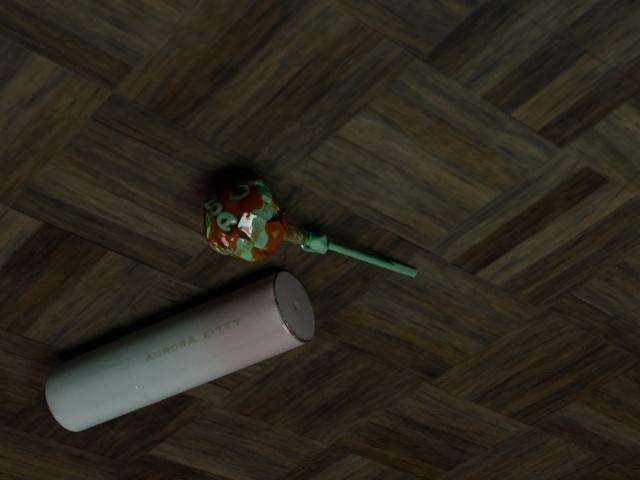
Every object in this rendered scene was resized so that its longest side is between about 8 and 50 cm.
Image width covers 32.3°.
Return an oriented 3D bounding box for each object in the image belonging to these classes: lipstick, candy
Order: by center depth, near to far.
[{"bbox_3d":[0.000,-0.002,1.163,0.288,0.078,0.084,16,100,-38],"label":"candy"},{"bbox_3d":[-0.166,0.132,1.280,0.327,0.087,0.087,-23,137,21],"label":"lipstick"}]
